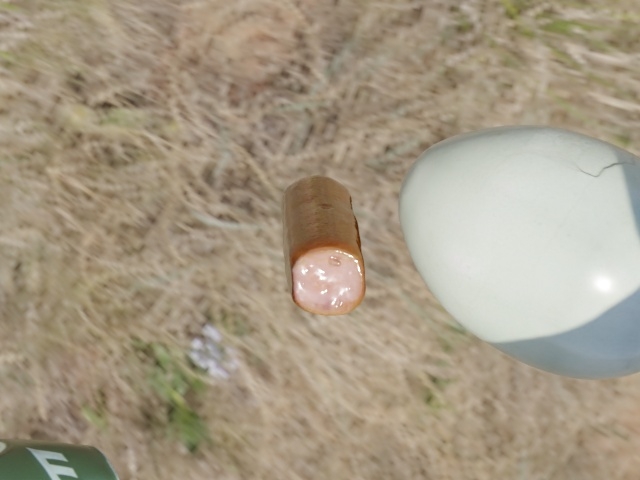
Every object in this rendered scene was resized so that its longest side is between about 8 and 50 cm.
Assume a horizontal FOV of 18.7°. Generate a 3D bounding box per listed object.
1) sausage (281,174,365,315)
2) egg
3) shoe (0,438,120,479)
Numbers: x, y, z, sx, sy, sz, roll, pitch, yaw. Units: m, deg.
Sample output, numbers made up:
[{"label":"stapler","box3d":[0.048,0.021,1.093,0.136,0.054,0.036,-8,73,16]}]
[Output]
[{"label":"sausage","box3d":[0.000,0.000,0.980,0.039,0.131,0.041,-5,109,-2]},{"label":"egg","box3d":[0.147,0.003,1.238,0.209,0.151,0.151,28,91,12]},{"label":"shoe","box3d":[-0.186,0.197,0.927,0.160,0.131,0.363,-6,149,-22]}]
